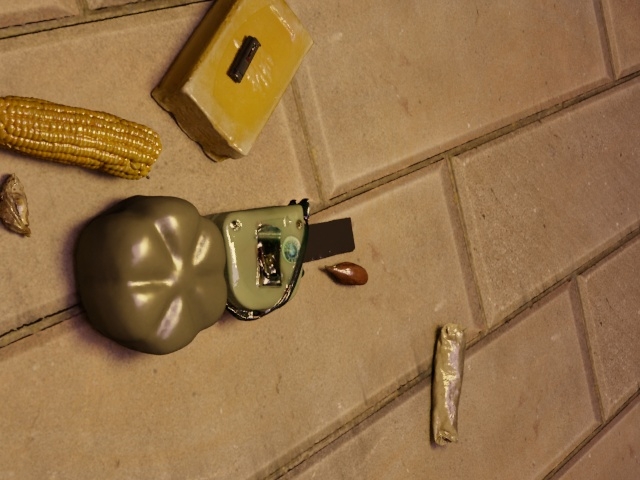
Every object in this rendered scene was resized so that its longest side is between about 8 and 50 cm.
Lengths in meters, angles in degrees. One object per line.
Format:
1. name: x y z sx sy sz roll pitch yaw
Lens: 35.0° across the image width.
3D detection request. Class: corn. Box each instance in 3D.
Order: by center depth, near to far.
1. corn: -0.383 -0.161 1.574 0.313 0.102 0.102 9 81 -46

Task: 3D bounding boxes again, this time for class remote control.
1. remote control: -0.131 -0.320 1.786 0.034 0.016 0.091 45 57 -39

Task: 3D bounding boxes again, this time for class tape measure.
1. tape measure: -0.102 0.035 1.848 0.235 0.115 0.207 -10 92 -47

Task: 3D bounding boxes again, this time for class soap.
1. soap: -0.149 -0.315 1.842 0.199 0.091 0.315 48 55 -31

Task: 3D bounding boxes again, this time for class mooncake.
1. mooncake: -0.266 0.055 1.662 0.275 0.135 0.275 -2 92 -48

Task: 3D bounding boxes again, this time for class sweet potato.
1. sweet potato: 0.049 0.063 2.050 0.117 0.049 0.049 16 76 -45

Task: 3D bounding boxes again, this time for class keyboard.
1. keyboard: -0.001 0.000 2.028 0.196 0.015 0.074 -12 92 -47

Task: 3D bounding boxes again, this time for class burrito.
1. burrito: 0.290 0.323 2.279 0.082 0.059 0.275 12 79 -38

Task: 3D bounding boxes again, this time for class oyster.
1. oyster: -0.466 -0.053 1.542 0.080 0.038 0.083 65 12 -55
